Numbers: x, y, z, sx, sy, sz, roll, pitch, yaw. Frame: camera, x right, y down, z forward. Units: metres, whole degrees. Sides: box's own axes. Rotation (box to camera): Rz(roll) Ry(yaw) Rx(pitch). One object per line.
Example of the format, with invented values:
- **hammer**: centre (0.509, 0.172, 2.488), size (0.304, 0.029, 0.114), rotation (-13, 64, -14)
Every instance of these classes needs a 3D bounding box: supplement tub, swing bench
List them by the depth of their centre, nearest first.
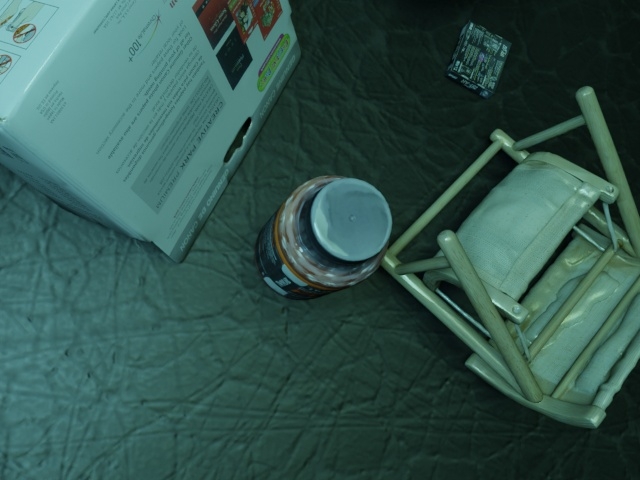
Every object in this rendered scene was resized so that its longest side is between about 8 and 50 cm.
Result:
- **supplement tub**: centre (0.000, 0.000, 0.548), size (0.106, 0.198, 0.105), rotation (3, 79, -14)
- **swing bench**: centre (0.249, 0.021, 0.637), size (0.253, 0.165, 0.254), rotation (-43, 98, -19)

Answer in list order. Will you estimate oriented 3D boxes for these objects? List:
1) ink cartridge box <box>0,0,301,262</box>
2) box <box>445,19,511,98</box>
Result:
- **ink cartridge box**: centre (-0.164, -0.170, 0.547), size (0.130, 0.271, 0.309), rotation (21, 72, 21)
- **box**: centre (0.208, -0.238, 0.747), size (0.067, 0.018, 0.083), rotation (24, 74, -10)
